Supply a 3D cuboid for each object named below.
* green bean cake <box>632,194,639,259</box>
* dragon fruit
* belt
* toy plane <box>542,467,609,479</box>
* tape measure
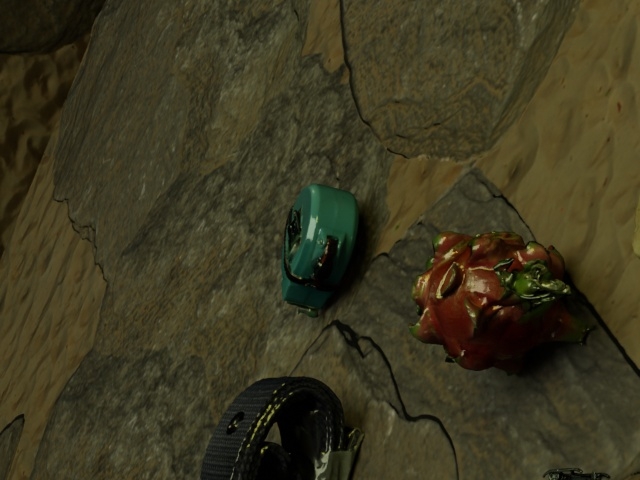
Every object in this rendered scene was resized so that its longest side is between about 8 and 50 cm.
[{"bbox_3d":[0.349,-0.016,1.299,0.179,0.109,0.085,-18,55,55],"label":"green bean cake"},{"bbox_3d":[0.177,0.054,1.514,0.236,0.137,0.135,-15,71,58],"label":"dragon fruit"},{"bbox_3d":[-0.055,0.262,1.766,0.126,0.140,0.230,-14,59,63],"label":"belt"},{"bbox_3d":[0.209,0.233,1.429,0.145,0.037,0.060,-16,66,50],"label":"toy plane"},{"bbox_3d":[0.000,0.000,1.913,0.125,0.081,0.146,117,161,-45],"label":"tape measure"}]
